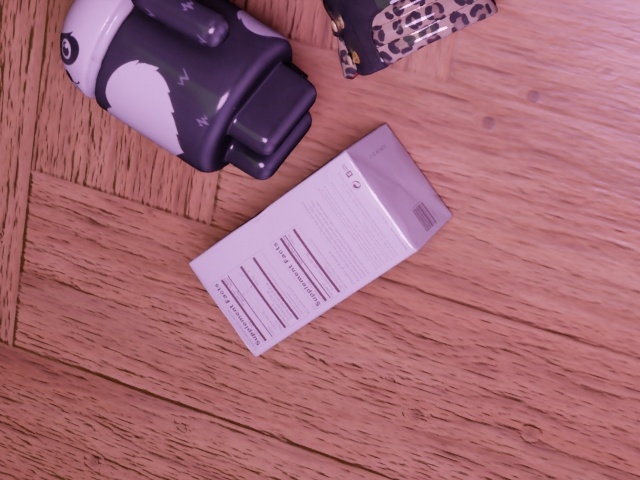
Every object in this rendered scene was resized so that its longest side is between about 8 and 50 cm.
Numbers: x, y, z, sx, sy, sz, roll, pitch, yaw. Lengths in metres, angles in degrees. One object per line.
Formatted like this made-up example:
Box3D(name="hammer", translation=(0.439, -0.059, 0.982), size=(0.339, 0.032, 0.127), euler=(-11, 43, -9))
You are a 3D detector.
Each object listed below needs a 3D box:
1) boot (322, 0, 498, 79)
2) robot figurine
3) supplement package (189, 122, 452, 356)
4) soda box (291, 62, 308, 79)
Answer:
Box3D(name="boot", translation=(-0.013, -0.305, 1.583), size=(0.377, 0.138, 0.284), euler=(-21, 101, 25))
Box3D(name="robot figurine", translation=(-0.144, -0.180, 1.582), size=(0.278, 0.173, 0.209), euler=(33, 118, 9))
Box3D(name="supplement package", translation=(0.000, 0.000, 1.676), size=(0.244, 0.139, 0.134), euler=(-35, 92, 29))
Box3D(name="soda box", translation=(-0.099, -0.213, 1.686), size=(0.169, 0.060, 0.053), euler=(40, 116, 6))
